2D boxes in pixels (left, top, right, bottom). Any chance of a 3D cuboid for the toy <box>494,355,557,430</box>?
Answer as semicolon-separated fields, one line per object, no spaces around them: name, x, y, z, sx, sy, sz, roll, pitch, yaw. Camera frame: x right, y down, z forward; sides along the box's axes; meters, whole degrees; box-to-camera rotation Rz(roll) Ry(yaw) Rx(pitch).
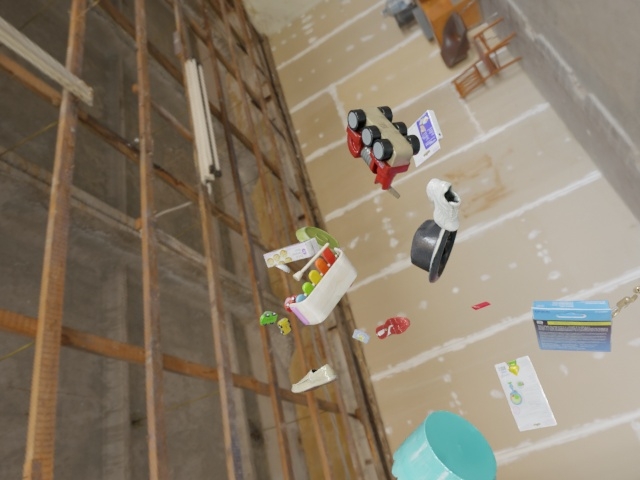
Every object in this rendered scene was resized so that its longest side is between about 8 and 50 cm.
toy;0.733;0.540;1.666;0.056;0.137;0.237;-1;-114;-45

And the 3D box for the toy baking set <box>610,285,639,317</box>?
toy baking set;1.219;0.255;1.897;0.030;0.196;0.256;49;-161;23

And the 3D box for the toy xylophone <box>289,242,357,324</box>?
toy xylophone;0.010;0.147;1.735;0.323;0.081;0.236;-43;-65;-30

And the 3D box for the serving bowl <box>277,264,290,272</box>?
serving bowl;-0.201;0.146;2.542;0.084;0.027;0.083;25;172;3

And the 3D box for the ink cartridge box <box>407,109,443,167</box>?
ink cartridge box;0.508;-0.491;2.281;0.045;0.206;0.208;-6;-106;-25

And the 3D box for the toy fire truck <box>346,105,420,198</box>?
toy fire truck;0.170;-0.232;1.338;0.217;0.159;0.246;58;150;34

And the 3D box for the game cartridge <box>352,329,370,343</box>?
game cartridge;0.203;0.474;2.318;0.017;0.084;0.055;-51;-20;-54

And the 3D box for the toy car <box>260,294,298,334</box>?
toy car;-0.219;0.379;2.369;0.225;0.238;0.053;-2;-153;-44

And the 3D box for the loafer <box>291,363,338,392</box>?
loafer;-0.033;0.678;2.295;0.102;0.269;0.091;20;-132;-55

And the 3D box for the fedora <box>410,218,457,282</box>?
fedora;0.495;0.017;2.084;0.334;0.153;0.333;-48;-32;-45

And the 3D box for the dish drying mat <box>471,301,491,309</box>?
dish drying mat;0.699;0.283;2.039;0.032;0.084;0.008;-147;46;-60

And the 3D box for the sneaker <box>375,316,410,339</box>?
sneaker;0.366;0.392;2.203;0.128;0.221;0.086;-16;-100;-39

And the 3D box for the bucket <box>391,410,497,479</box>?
bucket;0.374;0.668;1.403;0.282;0.183;0.281;20;-151;-12

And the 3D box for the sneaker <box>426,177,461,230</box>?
sneaker;0.483;-0.124;1.763;0.115;0.090;0.232;18;145;56

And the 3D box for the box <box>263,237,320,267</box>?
box;-0.127;0.055;1.977;0.063;0.324;0.067;-25;-84;-39

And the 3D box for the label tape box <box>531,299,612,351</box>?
label tape box;0.933;0.295;1.741;0.347;0.250;0.115;55;-139;-44

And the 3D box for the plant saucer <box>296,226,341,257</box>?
plant saucer;0.000;0.000;2.210;0.241;0.037;0.241;25;-159;-10
